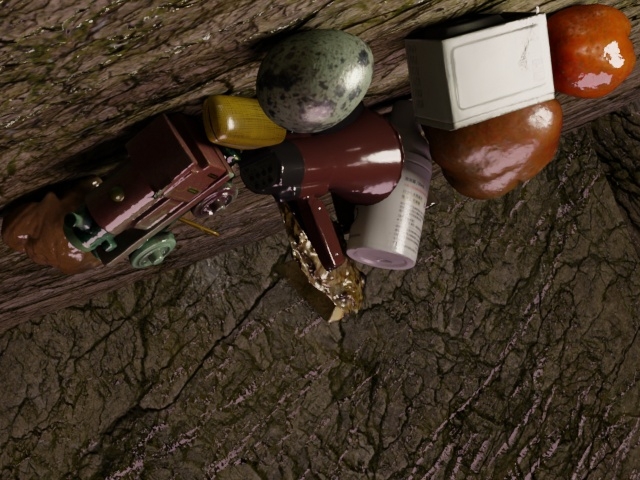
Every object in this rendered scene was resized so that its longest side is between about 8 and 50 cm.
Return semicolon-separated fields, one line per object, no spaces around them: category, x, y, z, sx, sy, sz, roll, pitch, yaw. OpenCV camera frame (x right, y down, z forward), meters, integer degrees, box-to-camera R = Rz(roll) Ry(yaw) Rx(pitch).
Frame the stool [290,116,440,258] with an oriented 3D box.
stool;0.070;-0.124;2.332;0.310;0.226;0.310;-18;177;-34

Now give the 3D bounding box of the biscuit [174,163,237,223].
biscuit;-0.235;-0.111;1.964;0.144;0.079;0.426;-22;177;-9

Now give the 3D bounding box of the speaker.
speaker;-0.007;-0.097;1.917;0.198;0.259;0.329;9;-160;36

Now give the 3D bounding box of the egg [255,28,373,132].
egg;-0.005;-0.217;1.379;0.172;0.132;0.132;-31;179;-16

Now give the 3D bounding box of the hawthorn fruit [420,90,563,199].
hawthorn fruit;0.349;-0.237;2.012;0.300;0.268;0.267;-29;173;22

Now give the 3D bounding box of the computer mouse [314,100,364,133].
computer mouse;0.013;-0.224;1.778;0.122;0.074;0.217;-21;175;12

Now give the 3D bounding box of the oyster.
oyster;-0.005;0.000;2.081;0.111;0.396;0.204;-25;-157;9

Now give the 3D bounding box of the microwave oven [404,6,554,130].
microwave oven;0.251;-0.276;1.653;0.205;0.163;0.129;-18;-161;-24

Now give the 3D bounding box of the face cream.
face cream;0.154;-0.135;2.115;0.145;0.370;0.145;10;164;3

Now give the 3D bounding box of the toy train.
toy train;-0.271;-0.071;1.625;0.304;0.150;0.221;-37;165;13

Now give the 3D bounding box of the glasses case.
glasses case;-0.115;-0.183;1.612;0.064;0.079;0.234;-12;179;22

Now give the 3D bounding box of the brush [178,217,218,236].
brush;-0.290;-0.049;1.970;0.218;0.010;0.082;25;170;-27

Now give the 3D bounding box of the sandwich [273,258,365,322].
sandwich;0.001;0.062;2.297;0.058;0.193;0.162;-9;133;-51

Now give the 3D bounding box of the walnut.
walnut;-0.422;-0.022;1.799;0.238;0.141;0.204;-21;172;-46

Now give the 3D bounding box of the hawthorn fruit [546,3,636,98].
hawthorn fruit;0.478;-0.348;1.885;0.189;0.189;0.189;-21;176;-2
